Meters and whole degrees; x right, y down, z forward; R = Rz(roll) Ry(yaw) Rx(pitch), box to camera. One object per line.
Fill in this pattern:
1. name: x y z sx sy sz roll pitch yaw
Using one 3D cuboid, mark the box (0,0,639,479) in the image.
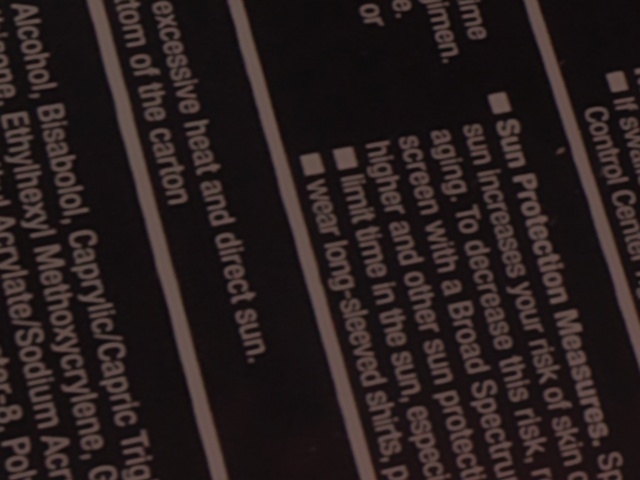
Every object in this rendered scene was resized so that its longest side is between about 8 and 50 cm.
1. box: 0.000 0.000 0.438 0.294 0.183 0.296 -11 77 -17
